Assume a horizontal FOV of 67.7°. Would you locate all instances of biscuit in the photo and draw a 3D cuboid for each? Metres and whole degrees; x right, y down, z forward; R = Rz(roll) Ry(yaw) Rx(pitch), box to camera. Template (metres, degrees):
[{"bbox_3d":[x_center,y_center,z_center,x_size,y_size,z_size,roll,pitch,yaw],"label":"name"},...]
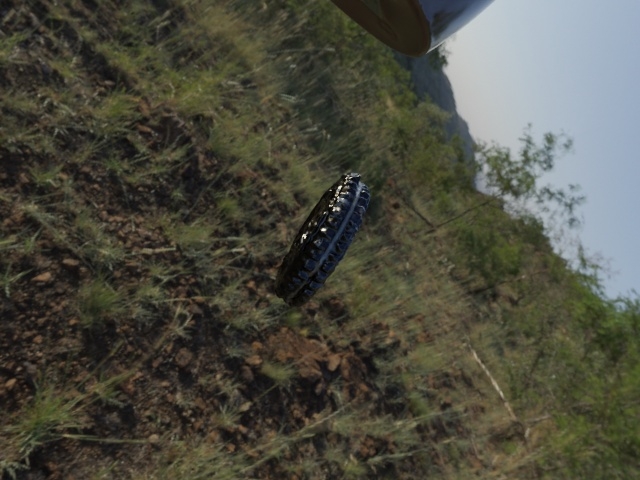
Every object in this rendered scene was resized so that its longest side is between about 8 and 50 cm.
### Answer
[{"bbox_3d":[0.000,0.000,0.615,0.053,0.194,0.194,32,29,-8],"label":"biscuit"}]

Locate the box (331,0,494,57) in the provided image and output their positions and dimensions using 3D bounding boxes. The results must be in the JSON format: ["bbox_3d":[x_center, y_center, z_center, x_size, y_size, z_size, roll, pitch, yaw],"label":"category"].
[{"bbox_3d":[0.078,-0.336,0.435,0.301,0.216,0.301,42,9,-8],"label":"box"}]
